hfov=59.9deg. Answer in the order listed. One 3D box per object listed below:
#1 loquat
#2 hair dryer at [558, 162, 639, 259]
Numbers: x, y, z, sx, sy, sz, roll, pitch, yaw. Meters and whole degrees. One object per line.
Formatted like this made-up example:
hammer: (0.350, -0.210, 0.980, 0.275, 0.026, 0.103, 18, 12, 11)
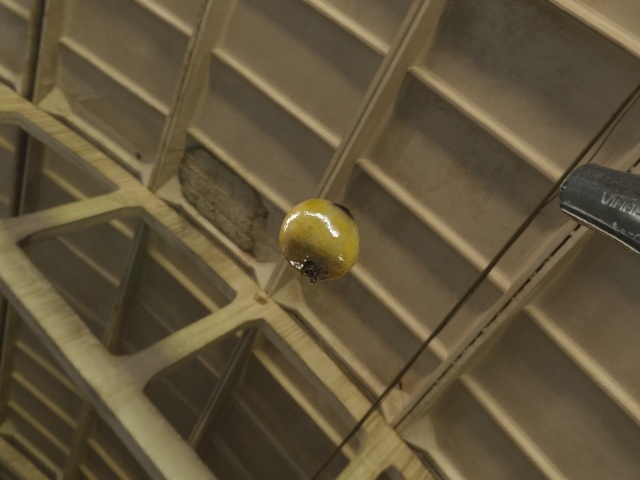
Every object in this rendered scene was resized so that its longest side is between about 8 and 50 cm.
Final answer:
loquat: (0.000, 0.000, 0.996, 0.137, 0.163, 0.163, -17, -84, 30)
hair dryer: (0.170, 0.075, 0.274, 0.195, 0.075, 0.219, 40, -70, 55)
